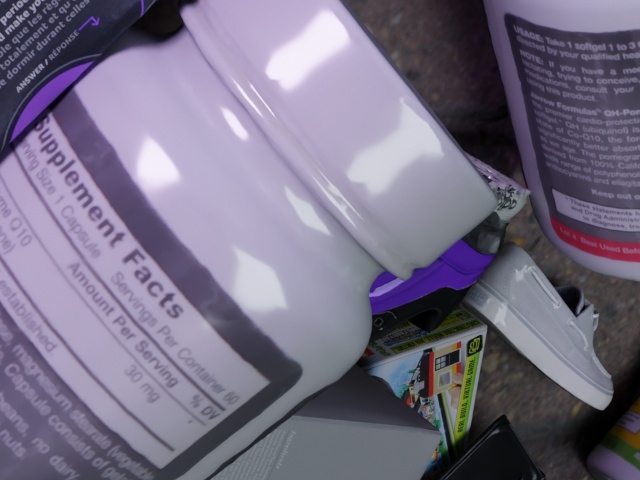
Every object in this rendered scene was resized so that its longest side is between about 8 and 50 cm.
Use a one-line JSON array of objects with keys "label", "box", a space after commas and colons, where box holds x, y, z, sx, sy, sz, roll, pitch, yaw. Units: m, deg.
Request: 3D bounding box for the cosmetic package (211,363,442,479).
[{"label": "cosmetic package", "box": [-0.058, 0.114, 1.150, 0.238, 0.127, 0.107, 16, 105, -45]}]

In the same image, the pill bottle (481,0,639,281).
[{"label": "pill bottle", "box": [0.186, -0.140, 1.156, 0.176, 0.176, 0.318, -37, 136, -17]}]

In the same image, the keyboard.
[{"label": "keyboard", "box": [0.082, 0.210, 1.363, 0.180, 0.023, 0.108, -43, 131, -10]}]

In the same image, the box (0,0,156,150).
[{"label": "box", "box": [-0.190, -0.186, 0.810, 0.165, 0.143, 0.270, -45, 138, -7]}]

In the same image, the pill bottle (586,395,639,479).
[{"label": "pill bottle", "box": [0.332, 0.125, 1.500, 0.245, 0.136, 0.136, -47, 138, -6]}]

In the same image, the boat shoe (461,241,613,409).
[{"label": "boat shoe", "box": [0.163, 0.058, 1.364, 0.063, 0.066, 0.184, -51, 129, -1]}]

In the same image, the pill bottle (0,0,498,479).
[{"label": "pill bottle", "box": [-0.106, 0.029, 0.932, 0.361, 0.204, 0.204, -38, 139, 5]}]

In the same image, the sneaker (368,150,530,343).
[{"label": "sneaker", "box": [0.001, 0.000, 1.142, 0.293, 0.102, 0.146, 13, 109, -46]}]

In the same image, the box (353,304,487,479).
[{"label": "box", "box": [0.047, 0.150, 1.336, 0.114, 0.036, 0.207, -17, 127, -34]}]
